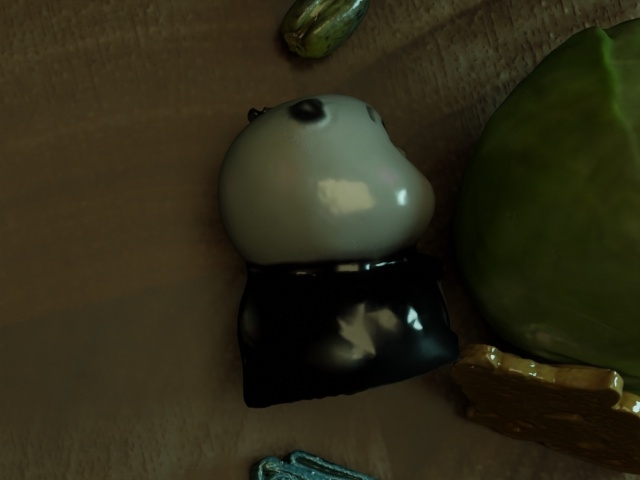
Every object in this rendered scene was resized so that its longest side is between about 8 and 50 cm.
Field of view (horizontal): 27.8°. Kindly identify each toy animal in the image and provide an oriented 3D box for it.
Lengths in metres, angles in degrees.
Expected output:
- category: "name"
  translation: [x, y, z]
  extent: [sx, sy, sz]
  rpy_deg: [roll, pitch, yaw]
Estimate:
- category: "toy animal"
  translation: [0.008, 0.002, 1.008]
  extent: [0.165, 0.187, 0.235]
  rpy_deg: [-7, 89, -22]

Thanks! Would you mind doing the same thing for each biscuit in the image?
- category: "biscuit"
  translation: [0.198, 0.138, 1.057]
  extent: [0.250, 0.162, 0.035]
  rpy_deg: [36, 60, -35]

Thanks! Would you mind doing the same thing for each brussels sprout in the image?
- category: "brussels sprout"
  translation: [0.263, -0.023, 1.018]
  extent: [0.328, 0.328, 0.247]
  rpy_deg: [11, 57, -9]

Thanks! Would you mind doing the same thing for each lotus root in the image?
- category: "lotus root"
  translation: [0.009, -0.196, 1.097]
  extent: [0.054, 0.049, 0.099]
  rpy_deg: [43, 80, 4]

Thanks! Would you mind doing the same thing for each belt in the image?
- category: "belt"
  translation: [0.021, 0.235, 1.057]
  extent: [0.179, 0.065, 0.100]
  rpy_deg: [23, 73, -6]
